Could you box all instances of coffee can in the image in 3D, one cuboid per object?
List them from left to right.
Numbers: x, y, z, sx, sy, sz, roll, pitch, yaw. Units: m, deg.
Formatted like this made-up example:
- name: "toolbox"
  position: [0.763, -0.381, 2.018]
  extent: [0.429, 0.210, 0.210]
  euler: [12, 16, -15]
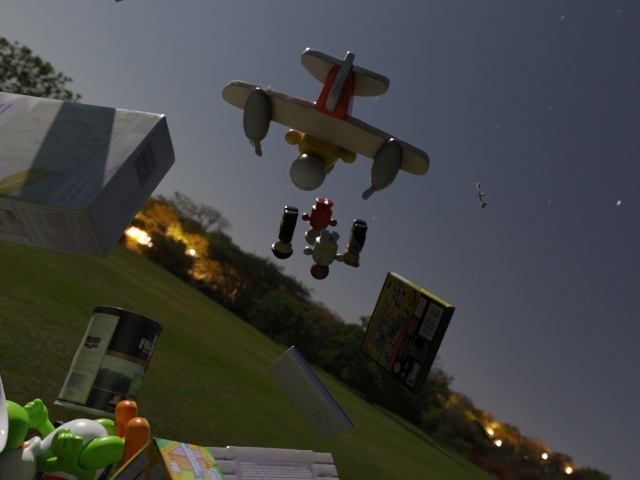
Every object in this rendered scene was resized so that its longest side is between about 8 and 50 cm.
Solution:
- name: "coffee can"
  position: [-0.586, 0.345, 1.400]
  extent: [0.202, 0.275, 0.201]
  euler: [12, -24, 5]

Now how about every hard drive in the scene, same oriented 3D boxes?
- name: "hard drive"
  position: [-0.043, 0.529, 1.709]
  extent: [0.318, 0.040, 0.210]
  euler: [51, -39, 9]

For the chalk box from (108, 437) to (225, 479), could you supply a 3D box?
- name: "chalk box"
  position: [-0.260, 0.470, 0.925]
  extent: [0.132, 0.132, 0.213]
  euler: [45, -2, 38]

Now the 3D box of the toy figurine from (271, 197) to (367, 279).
- name: "toy figurine"
  position: [0.000, 0.000, 1.329]
  extent: [0.210, 0.148, 0.213]
  euler: [32, 32, 27]

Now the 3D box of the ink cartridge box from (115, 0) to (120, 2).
- name: "ink cartridge box"
  position: [-0.433, -0.604, 1.007]
  extent: [0.171, 0.056, 0.235]
  euler: [67, -14, -17]

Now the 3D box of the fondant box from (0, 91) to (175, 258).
- name: "fondant box"
  position: [-0.428, -0.113, 0.759]
  extent: [0.331, 0.238, 0.096]
  euler: [9, -45, 8]

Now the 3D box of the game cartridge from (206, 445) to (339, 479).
- name: "game cartridge"
  position: [-0.105, 0.604, 1.187]
  extent: [0.355, 0.068, 0.230]
  euler: [16, 23, -26]

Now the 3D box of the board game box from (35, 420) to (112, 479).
- name: "board game box"
  position: [-0.734, 0.660, 1.486]
  extent: [0.243, 0.165, 0.042]
  euler: [11, -21, 25]

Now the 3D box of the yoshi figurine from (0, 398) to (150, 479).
- name: "yoshi figurine"
  position: [-0.558, 0.401, 1.038]
  extent: [0.362, 0.203, 0.203]
  euler: [0, 48, -34]

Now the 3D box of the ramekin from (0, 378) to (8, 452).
- name: "ramekin"
  position: [-0.635, 0.246, 0.814]
  extent: [0.277, 0.135, 0.277]
  euler: [50, -30, 42]

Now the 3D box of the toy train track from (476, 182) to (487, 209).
- name: "toy train track"
  position: [0.365, -0.103, 1.129]
  extent: [0.014, 0.083, 0.048]
  euler: [-15, -51, 18]

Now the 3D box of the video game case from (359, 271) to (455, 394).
- name: "video game case"
  position: [0.246, 0.264, 1.474]
  extent: [0.035, 0.274, 0.248]
  euler: [9, 15, -40]

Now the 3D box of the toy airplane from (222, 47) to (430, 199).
- name: "toy airplane"
  position: [0.011, -0.246, 1.155]
  extent: [0.386, 0.272, 0.384]
  euler: [11, -15, 43]
